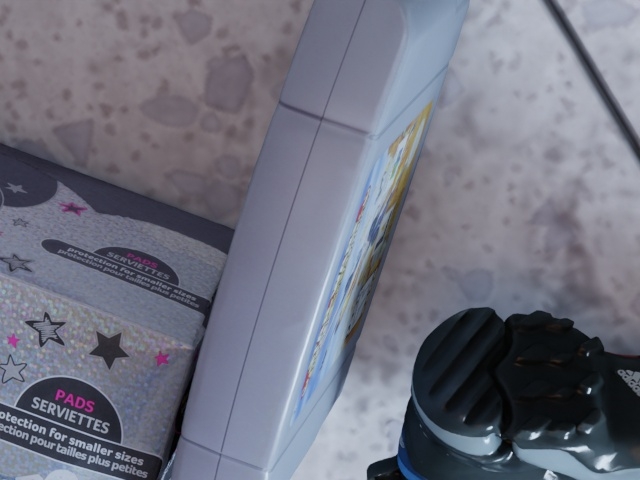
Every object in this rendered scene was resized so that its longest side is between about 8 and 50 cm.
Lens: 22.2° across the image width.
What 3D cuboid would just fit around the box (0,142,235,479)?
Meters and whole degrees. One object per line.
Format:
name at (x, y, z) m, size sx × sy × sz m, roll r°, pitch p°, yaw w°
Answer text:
box at (-0.178, 0.041, 0.894) m, size 0.247 × 0.163 × 0.142 m, roll 20°, pitch 112°, yaw 4°

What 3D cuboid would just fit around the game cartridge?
game cartridge at (0.000, 0.000, 0.827) m, size 0.062 × 0.198 × 0.297 m, roll 19°, pitch 111°, yaw 4°

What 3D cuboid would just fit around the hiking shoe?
hiking shoe at (0.187, 0.124, 0.898) m, size 0.304 × 0.113 × 0.132 m, roll 17°, pitch 141°, yaw -1°
